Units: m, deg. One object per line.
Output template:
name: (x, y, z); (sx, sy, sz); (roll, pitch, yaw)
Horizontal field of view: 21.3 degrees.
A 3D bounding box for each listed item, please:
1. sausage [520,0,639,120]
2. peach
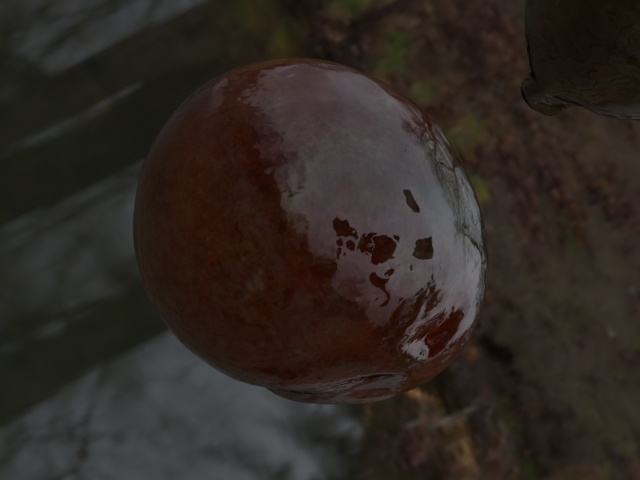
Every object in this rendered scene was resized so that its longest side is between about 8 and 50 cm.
sausage: (0.197, -0.143, 0.446); (0.123, 0.136, 0.501); (50, -23, -2)
peach: (0.000, 0.000, 1.176); (0.252, 0.252, 0.252); (58, 15, -25)
